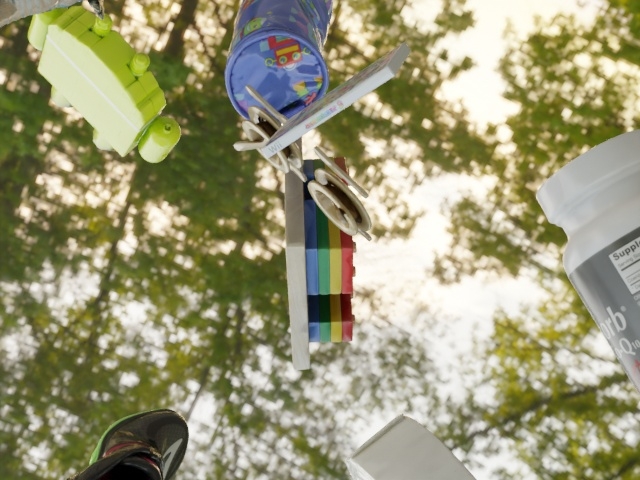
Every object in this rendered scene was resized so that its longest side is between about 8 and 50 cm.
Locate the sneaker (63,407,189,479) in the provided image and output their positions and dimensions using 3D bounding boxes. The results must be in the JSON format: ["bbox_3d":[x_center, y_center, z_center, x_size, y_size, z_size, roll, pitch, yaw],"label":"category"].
[{"bbox_3d":[-0.350,0.451,1.833,0.202,0.185,0.483,-14,-169,23],"label":"sneaker"}]

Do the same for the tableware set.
[{"bbox_3d":[-0.023,-0.070,1.082,0.194,0.039,0.128,44,167,20],"label":"tableware set"}]

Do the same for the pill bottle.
[{"bbox_3d":[0.446,0.052,1.293,0.210,0.210,0.363,-3,-119,-56],"label":"pill bottle"}]

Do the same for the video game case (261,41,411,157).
[{"bbox_3d":[0.013,-0.112,0.790,0.011,0.122,0.087,54,-156,-12],"label":"video game case"}]

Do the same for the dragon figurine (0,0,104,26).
[{"bbox_3d":[-0.249,-0.237,0.810,0.144,0.085,0.289,-5,-133,-3],"label":"dragon figurine"}]

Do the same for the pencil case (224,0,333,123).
[{"bbox_3d":[-0.046,-0.250,1.246,0.133,0.119,0.306,56,-162,-26],"label":"pencil case"}]

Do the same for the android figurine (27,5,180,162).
[{"bbox_3d":[-0.282,-0.206,1.295,0.248,0.056,0.273,46,155,-5],"label":"android figurine"}]

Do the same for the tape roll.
[{"bbox_3d":[0.157,0.369,1.318,0.286,0.100,0.286,50,168,14],"label":"tape roll"}]

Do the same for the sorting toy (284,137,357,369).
[{"bbox_3d":[0.000,0.000,1.376,0.089,0.257,0.255,-2,-133,0],"label":"sorting toy"}]
